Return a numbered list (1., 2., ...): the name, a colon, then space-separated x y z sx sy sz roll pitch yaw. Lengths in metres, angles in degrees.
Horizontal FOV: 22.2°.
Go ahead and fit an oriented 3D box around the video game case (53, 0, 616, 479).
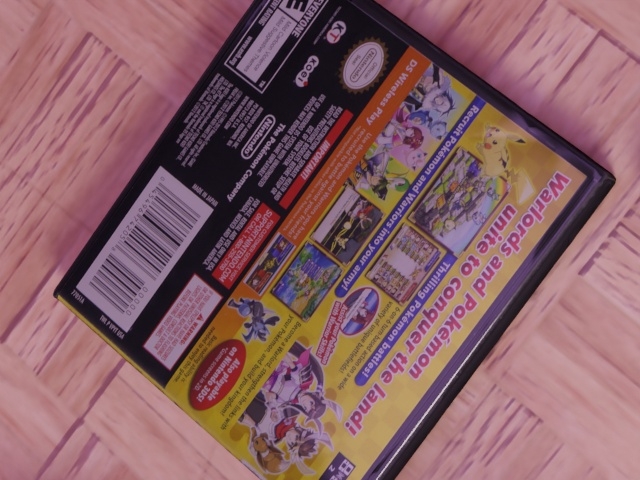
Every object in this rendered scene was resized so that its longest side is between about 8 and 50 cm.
1. video game case: 0.000 0.000 1.000 0.248 0.035 0.275 39 100 20
